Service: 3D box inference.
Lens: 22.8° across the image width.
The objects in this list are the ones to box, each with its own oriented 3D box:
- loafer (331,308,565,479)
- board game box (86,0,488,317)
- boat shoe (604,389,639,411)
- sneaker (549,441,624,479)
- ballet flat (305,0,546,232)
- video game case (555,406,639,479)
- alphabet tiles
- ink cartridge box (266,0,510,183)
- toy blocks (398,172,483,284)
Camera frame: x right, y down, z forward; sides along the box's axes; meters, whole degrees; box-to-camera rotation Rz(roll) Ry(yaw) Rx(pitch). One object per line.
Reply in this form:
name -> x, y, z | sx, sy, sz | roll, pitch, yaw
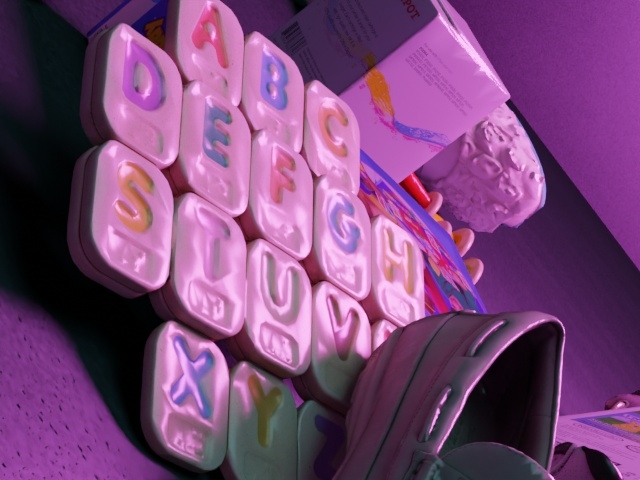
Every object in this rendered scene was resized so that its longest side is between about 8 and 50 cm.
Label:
loafer -> 0.062, 0.138, 0.765 | 0.112, 0.111, 0.319 | 54, 29, -26
board game box -> 0.000, 0.000, 1.073 | 0.347, 0.078, 0.233 | 42, 18, -38
boat shoe -> 0.291, 0.217, 1.446 | 0.130, 0.132, 0.355 | 36, 10, 10
sneaker -> 0.110, 0.166, 0.909 | 0.086, 0.132, 0.228 | 54, 14, 6
ballet flat -> 0.092, -0.160, 1.736 | 0.147, 0.147, 0.409 | 35, 19, -51
video game case -> 0.312, 0.189, 1.151 | 0.329, 0.036, 0.300 | 17, 10, 41
alphabet tiles -> -0.026, 0.007, 0.853 | 0.284, 0.021, 0.278 | 35, 46, -43
ink cartridge box -> 0.047, -0.140, 1.366 | 0.127, 0.176, 0.128 | 40, 19, -41
toy blocks -> 0.082, -0.027, 1.456 | 0.148, 0.054, 0.123 | 48, 14, -20
